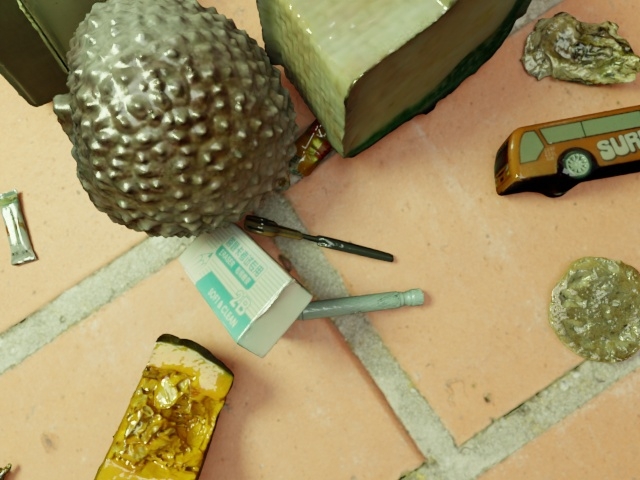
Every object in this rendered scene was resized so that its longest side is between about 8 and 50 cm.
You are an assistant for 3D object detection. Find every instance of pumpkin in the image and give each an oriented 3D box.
[{"bbox_3d":[-0.202,0.254,0.651,0.130,0.126,0.248,26,78,-12],"label":"pumpkin"}]

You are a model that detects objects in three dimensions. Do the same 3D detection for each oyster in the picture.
[{"bbox_3d":[0.381,-0.277,0.714,0.165,0.053,0.109,17,76,10],"label":"oyster"}]

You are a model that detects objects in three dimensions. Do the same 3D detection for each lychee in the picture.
[{"bbox_3d":[-0.170,-0.153,0.607,0.299,0.300,0.300,0,86,2],"label":"lychee"}]

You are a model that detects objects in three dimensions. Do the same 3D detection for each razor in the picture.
[{"bbox_3d":[0.030,0.093,0.688,0.231,0.106,0.068,-5,86,-8],"label":"razor"}]

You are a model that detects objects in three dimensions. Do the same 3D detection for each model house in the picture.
[{"bbox_3d":[0.068,-0.312,0.609,0.298,0.243,0.284,-36,82,-7],"label":"model house"}]

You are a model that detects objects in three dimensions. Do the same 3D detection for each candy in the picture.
[{"bbox_3d":[-0.007,-0.142,0.717,0.053,0.046,0.182,44,90,-3],"label":"candy"}]

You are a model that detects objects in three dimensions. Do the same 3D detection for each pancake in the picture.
[{"bbox_3d":[0.395,0.095,0.699,0.151,0.025,0.152,0,85,3],"label":"pancake"}]

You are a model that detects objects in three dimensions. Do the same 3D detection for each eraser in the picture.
[{"bbox_3d":[-0.103,0.046,0.633,0.096,0.225,0.052,-51,130,-2],"label":"eraser"}]

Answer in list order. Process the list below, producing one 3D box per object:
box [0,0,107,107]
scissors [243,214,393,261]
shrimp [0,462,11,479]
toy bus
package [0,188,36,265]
[{"bbox_3d":[-0.386,-0.317,0.623,0.166,0.290,0.221,-41,86,-13],"label":"box"},{"bbox_3d":[0.000,0.000,0.703,0.220,0.088,0.017,14,97,-8],"label":"scissors"},{"bbox_3d":[-0.462,0.378,0.705,0.091,0.025,0.127,32,92,3],"label":"shrimp"},{"bbox_3d":[0.445,-0.133,0.682,0.408,0.093,0.092,-10,78,0],"label":"toy bus"},{"bbox_3d":[-0.453,-0.019,0.738,0.037,0.015,0.111,-16,87,-5],"label":"package"}]
